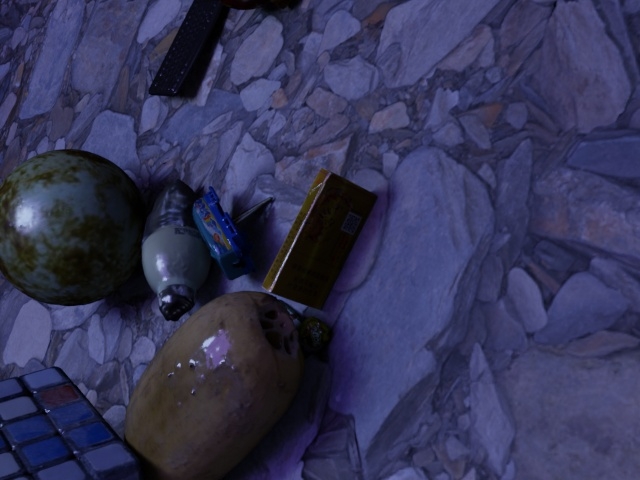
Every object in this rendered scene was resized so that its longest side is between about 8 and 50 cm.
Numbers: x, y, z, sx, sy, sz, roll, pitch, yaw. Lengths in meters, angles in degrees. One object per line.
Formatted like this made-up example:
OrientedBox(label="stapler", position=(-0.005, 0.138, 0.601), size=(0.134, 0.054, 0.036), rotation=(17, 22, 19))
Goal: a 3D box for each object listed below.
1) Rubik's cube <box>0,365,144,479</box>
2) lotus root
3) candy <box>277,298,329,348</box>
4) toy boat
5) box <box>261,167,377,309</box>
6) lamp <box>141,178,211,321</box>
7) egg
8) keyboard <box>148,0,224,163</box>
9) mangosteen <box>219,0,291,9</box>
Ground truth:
OrientedBox(label="Rubik's cube", position=(-0.389, 0.364, 0.998), size=(0.293, 0.286, 0.292), rotation=(29, 125, 48))
OrientedBox(label="lotus root", position=(-0.146, 0.198, 0.986), size=(0.343, 0.151, 0.169), rotation=(-48, 47, 26))
OrientedBox(label="candy", position=(-0.028, 0.093, 1.005), size=(0.035, 0.035, 0.123), rotation=(-59, 33, 4))
OrientedBox(label="toy boat", position=(-0.112, -0.029, 1.124), size=(0.110, 0.091, 0.175), rotation=(-27, 43, -8))
OrientedBox(label="box", position=(0.000, 0.000, 0.971), size=(0.022, 0.089, 0.156), rotation=(30, 97, 46))
OrientedBox(label="lamp", position=(-0.205, 0.006, 1.179), size=(0.101, 0.101, 0.250), rotation=(-40, 40, 28))
OrientedBox(label="egg", position=(-0.388, -0.024, 1.286), size=(0.238, 0.238, 0.289), rotation=(-61, 22, 6))
OrientedBox(label="keyboard", position=(-0.225, -0.313, 1.389), size=(0.103, 0.041, 0.381), rotation=(14, 83, 49))
OrientedBox(label="mangosteen", position=(-0.091, -0.427, 1.242), size=(0.181, 0.156, 0.146), rotation=(-16, 29, 10))
